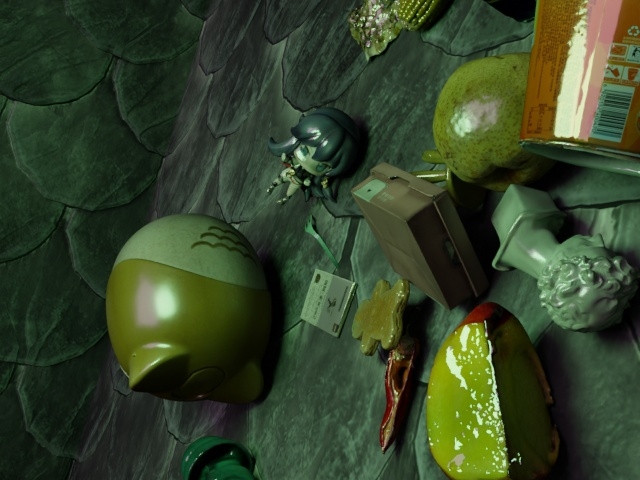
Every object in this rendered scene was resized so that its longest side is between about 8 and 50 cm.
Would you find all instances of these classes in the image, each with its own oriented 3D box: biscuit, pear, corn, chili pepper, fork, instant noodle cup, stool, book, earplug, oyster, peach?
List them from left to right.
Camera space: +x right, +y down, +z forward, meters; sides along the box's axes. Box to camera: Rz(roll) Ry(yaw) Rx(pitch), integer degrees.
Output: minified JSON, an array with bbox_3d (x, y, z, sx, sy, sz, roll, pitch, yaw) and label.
[{"bbox_3d":[-0.245,0.586,1.576,0.280,0.163,0.258,31,107,59],"label":"earplug"},{"bbox_3d":[-0.002,-0.001,1.649,0.039,0.021,0.235,-63,30,20],"label":"fork"},{"bbox_3d":[0.014,0.138,1.547,0.181,0.014,0.127,17,88,61],"label":"book"},{"bbox_3d":[0.143,-0.572,1.689,0.214,0.083,0.223,-46,44,40],"label":"oyster"},{"bbox_3d":[0.113,0.147,1.309,0.234,0.030,0.153,141,147,-68],"label":"biscuit"},{"bbox_3d":[0.146,0.251,1.233,0.059,0.050,0.268,4,77,32],"label":"chili pepper"},{"bbox_3d":[0.225,-0.104,1.226,0.110,0.134,0.135,-6,78,51],"label":"stool"},{"bbox_3d":[0.276,-0.580,1.458,0.320,0.097,0.097,-46,38,32],"label":"corn"},{"bbox_3d":[0.237,0.229,0.976,0.154,0.158,0.268,-29,51,35],"label":"peach"},{"bbox_3d":[0.296,-0.186,1.088,0.228,0.188,0.211,0,80,29],"label":"pear"},{"bbox_3d":[0.390,-0.203,0.877,0.296,0.296,0.214,24,102,60],"label":"instant noodle cup"}]

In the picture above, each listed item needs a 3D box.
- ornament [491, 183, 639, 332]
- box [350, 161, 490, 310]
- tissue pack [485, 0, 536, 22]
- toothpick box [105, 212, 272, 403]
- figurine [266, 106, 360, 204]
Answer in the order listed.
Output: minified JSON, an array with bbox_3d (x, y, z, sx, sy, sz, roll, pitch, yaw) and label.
[{"bbox_3d":[0.330,0.024,0.986,0.285,0.120,0.130,-123,39,-56],"label":"ornament"},{"bbox_3d":[0.166,-0.011,1.176,0.086,0.215,0.215,-36,29,-10],"label":"box"},{"bbox_3d":[0.279,-0.595,1.129,0.253,0.416,0.264,-21,56,53],"label":"tissue pack"},{"bbox_3d":[-0.323,0.185,1.689,0.409,0.408,0.425,-47,43,35],"label":"toothpick box"},{"bbox_3d":[-0.018,-0.209,1.655,0.265,0.175,0.197,-20,51,44],"label":"figurine"}]
